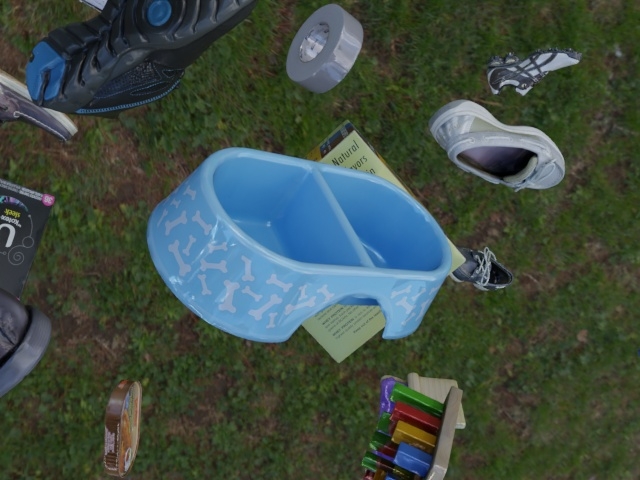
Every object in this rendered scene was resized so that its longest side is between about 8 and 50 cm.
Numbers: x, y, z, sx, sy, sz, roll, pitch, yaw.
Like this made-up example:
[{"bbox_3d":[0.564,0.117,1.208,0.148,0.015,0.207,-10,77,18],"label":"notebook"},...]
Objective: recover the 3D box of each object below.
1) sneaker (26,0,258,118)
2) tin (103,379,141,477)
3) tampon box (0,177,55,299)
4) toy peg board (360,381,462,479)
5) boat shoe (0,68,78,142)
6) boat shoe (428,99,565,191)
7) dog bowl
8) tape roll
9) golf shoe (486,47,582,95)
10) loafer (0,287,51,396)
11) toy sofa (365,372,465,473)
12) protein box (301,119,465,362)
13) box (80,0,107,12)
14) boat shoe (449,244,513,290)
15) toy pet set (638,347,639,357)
[{"bbox_3d":[-0.210,-0.260,0.848,0.341,0.125,0.140,-20,167,22],"label":"sneaker"},{"bbox_3d":[-0.371,0.351,1.250,0.040,0.106,0.189,9,105,7],"label":"tin"},{"bbox_3d":[-0.429,0.000,0.825,0.120,0.101,0.161,23,79,-44],"label":"tampon box"},{"bbox_3d":[0.088,0.256,0.758,0.079,0.160,0.161,22,113,10],"label":"toy peg board"},{"bbox_3d":[-0.530,-0.229,1.060,0.285,0.103,0.092,34,79,-38],"label":"boat shoe"},{"bbox_3d":[0.321,-0.143,1.162,0.320,0.103,0.118,18,137,-38],"label":"boat shoe"},{"bbox_3d":[0.000,0.000,0.588,0.297,0.166,0.074,5,135,-40],"label":"dog bowl"},{"bbox_3d":[0.008,-0.493,1.716,0.072,0.219,0.219,24,104,-37],"label":"tape roll"},{"bbox_3d":[0.458,-0.360,1.430,0.077,0.198,0.093,-13,100,-59],"label":"golf shoe"},{"bbox_3d":[-0.368,0.133,0.544,0.302,0.109,0.095,-36,126,1],"label":"loafer"},{"bbox_3d":[0.208,0.492,1.543,0.177,0.150,0.362,6,119,0],"label":"toy sofa"},{"bbox_3d":[0.028,-0.004,0.823,0.200,0.136,0.201,-41,102,9],"label":"protein box"},{"bbox_3d":[-0.321,-0.465,1.209,0.262,0.231,0.126,26,111,-23],"label":"box"},{"bbox_3d":[0.378,0.067,1.590,0.254,0.079,0.095,29,61,-44],"label":"boat shoe"},{"bbox_3d":[0.442,0.146,0.855,0.065,0.114,0.122,-4,97,21],"label":"toy pet set"}]
